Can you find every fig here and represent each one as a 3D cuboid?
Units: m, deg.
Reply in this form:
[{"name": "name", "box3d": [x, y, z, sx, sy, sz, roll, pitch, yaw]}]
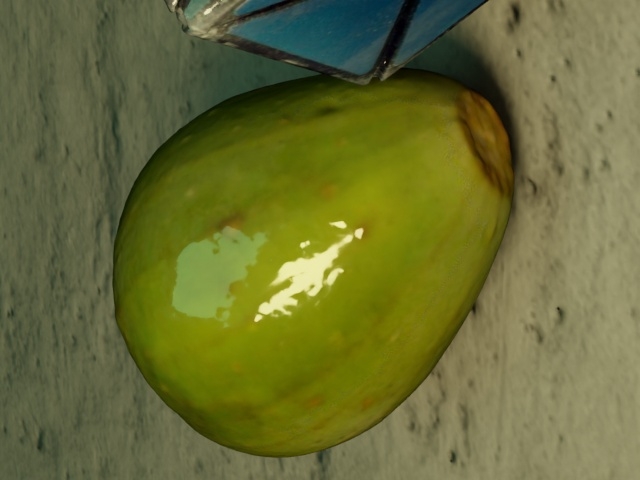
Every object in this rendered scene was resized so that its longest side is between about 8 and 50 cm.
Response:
[{"name": "fig", "box3d": [0.000, 0.000, 1.379, 0.326, 0.258, 0.258, -40, 68, 27]}]

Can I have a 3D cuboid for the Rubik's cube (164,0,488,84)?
[{"name": "Rubik's cube", "box3d": [0.012, -0.278, 1.180, 0.259, 0.260, 0.255, -36, 71, 20]}]
